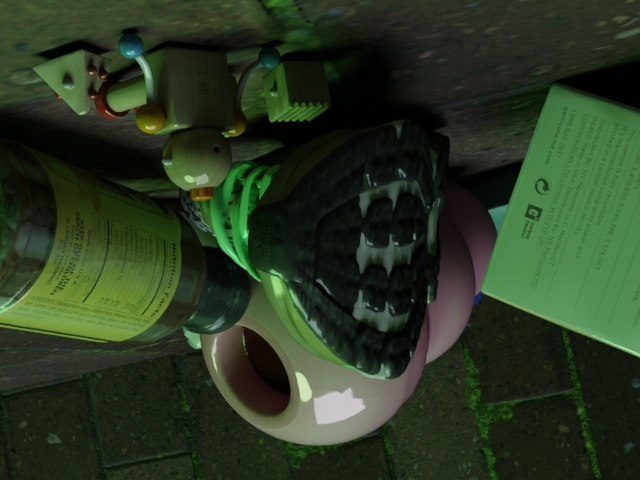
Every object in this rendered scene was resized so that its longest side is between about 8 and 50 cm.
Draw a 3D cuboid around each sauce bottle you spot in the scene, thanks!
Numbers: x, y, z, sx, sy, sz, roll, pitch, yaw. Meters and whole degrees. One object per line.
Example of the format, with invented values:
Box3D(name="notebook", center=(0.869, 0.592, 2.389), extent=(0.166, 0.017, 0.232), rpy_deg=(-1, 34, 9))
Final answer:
Box3D(name="sauce bottle", center=(-0.150, 0.015, 0.804), extent=(0.111, 0.111, 0.344), rpy_deg=(-14, 166, 17))

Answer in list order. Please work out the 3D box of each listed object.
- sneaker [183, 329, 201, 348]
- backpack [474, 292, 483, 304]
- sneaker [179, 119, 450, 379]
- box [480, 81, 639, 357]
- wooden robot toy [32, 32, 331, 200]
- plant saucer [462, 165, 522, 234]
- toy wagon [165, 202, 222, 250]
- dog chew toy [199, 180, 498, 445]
Box3D(name="sneaker", center=(-0.089, 0.102, 1.637), extent=(0.232, 0.115, 0.090), rpy_deg=(-9, 172, -19))
Box3D(name="backpack", center=(0.149, 0.024, 1.488), extent=(0.120, 0.101, 0.098), rpy_deg=(23, -170, 22))
Box3D(name="sneaker", center=(-0.017, -0.005, 0.790), extent=(0.182, 0.158, 0.410), rpy_deg=(4, -177, 10))
Box3D(name="box", center=(0.331, 0.022, 0.879), extent=(0.345, 0.168, 0.215), rpy_deg=(23, -171, 27))
Box3D(name="wooden robot toy", center=(-0.068, -0.057, 0.625), extent=(0.173, 0.079, 0.076), rpy_deg=(-3, 169, -45))
Box3D(name="plant saucer", center=(0.266, -0.053, 1.307), extent=(0.318, 0.043, 0.317), rpy_deg=(-12, 173, -1))
Box3D(name="toy wagon", center=(-0.260, 0.034, 1.064), extent=(0.344, 0.068, 0.267), rpy_deg=(-11, 172, -3))
Box3D(name="dog chew toy", center=(0.047, 0.045, 1.089), extent=(0.332, 0.206, 0.207), rpy_deg=(-31, -172, -42))
